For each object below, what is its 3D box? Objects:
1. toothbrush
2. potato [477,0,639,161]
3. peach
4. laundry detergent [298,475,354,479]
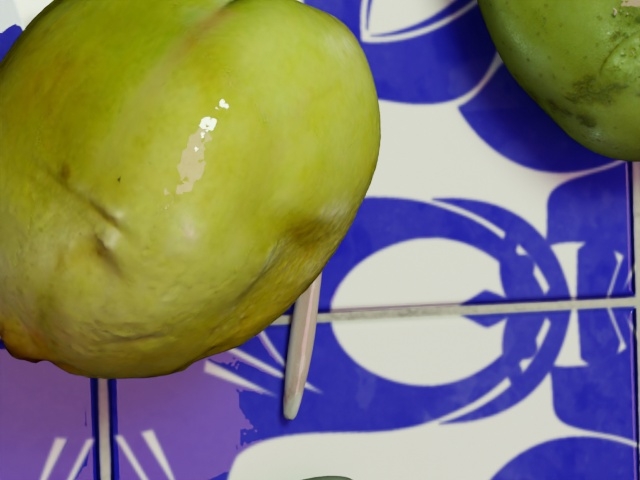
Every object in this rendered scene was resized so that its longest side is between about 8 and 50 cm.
[{"bbox_3d":[0.000,0.000,1.420,0.029,0.025,0.307,10,87,-27],"label":"toothbrush"},{"bbox_3d":[0.244,-0.208,1.406,0.216,0.216,0.304,-34,110,-16],"label":"potato"},{"bbox_3d":[-0.119,-0.058,1.242,0.281,0.314,0.316,35,104,15],"label":"peach"},{"bbox_3d":[-0.115,0.369,1.333,0.397,0.124,0.264,-19,97,-17],"label":"laundry detergent"}]
